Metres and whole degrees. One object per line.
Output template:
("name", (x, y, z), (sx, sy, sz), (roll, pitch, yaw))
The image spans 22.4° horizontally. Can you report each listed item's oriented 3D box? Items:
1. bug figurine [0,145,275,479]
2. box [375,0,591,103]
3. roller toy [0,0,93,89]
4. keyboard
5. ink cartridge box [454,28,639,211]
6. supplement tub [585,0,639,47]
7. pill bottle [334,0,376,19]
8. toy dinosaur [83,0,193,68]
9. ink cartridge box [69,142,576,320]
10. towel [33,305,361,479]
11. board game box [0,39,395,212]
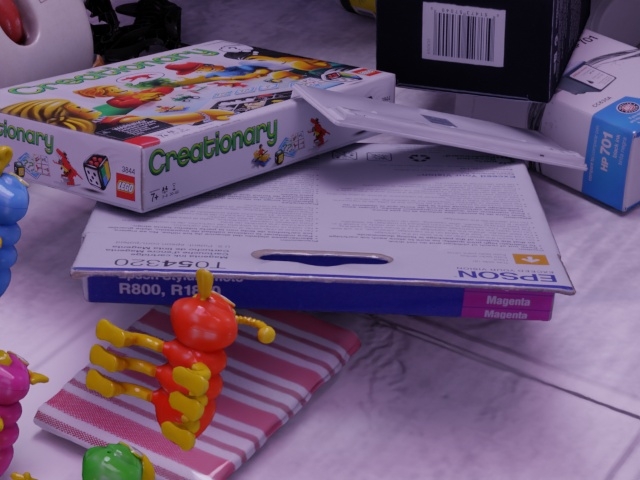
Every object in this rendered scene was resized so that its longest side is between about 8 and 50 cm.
("bug figurine", (-0.154, 0.080, 0.963), (0.279, 0.216, 0.072), (29, 17, 36))
("box", (0.145, -0.212, 1.381), (0.153, 0.108, 0.207), (9, 31, 17))
("roller toy", (-0.293, -0.166, 1.356), (0.209, 0.191, 0.146), (18, 35, 24))
("keyboard", (0.097, -0.087, 1.259), (0.256, 0.014, 0.072), (8, 17, -35))
("ink cartridge box", (0.232, -0.114, 1.405), (0.191, 0.082, 0.140), (30, 42, 35))
("supplement tub", (0.271, -0.236, 1.610), (0.071, 0.071, 0.107), (-15, 35, -25))
("pill bottle", (0.123, -0.261, 1.598), (0.209, 0.119, 0.119), (19, 36, 25))
("toy dinosaur", (-0.229, -0.215, 1.496), (0.218, 0.164, 0.321), (-18, 80, -25))
("ink cartridge box", (0.000, 0.000, 1.168), (0.324, 0.071, 0.330), (2, 20, 0))
("towel", (-0.080, 0.098, 1.106), (0.144, 0.029, 0.197), (19, 39, 26))
("board game box", (-0.106, -0.097, 1.254), (0.193, 0.053, 0.305), (15, 23, 34))
